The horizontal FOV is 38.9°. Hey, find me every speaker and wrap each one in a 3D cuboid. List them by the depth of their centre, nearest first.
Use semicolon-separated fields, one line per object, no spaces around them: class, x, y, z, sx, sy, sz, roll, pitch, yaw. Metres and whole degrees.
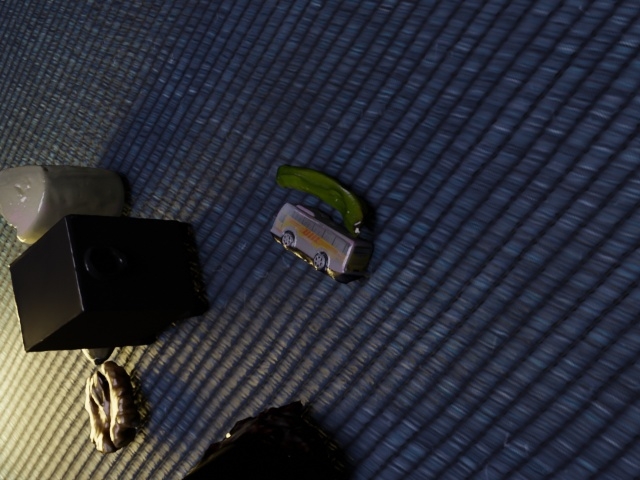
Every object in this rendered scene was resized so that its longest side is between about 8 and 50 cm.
speaker;-0.367;0.074;1.580;0.232;0.254;0.184;-31;67;42

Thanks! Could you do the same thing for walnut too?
walnut;-0.391;0.318;1.725;0.143;0.069;0.170;-39;56;34

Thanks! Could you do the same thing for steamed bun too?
steamed bun;-0.512;-0.063;1.762;0.200;0.226;0.170;6;93;45

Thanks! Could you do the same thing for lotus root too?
lotus root;-0.425;0.152;1.750;0.089;0.081;0.179;-36;45;44

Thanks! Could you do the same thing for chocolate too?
chocolate;-0.066;0.333;1.358;0.224;0.206;0.177;-37;17;28

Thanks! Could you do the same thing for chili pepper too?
chili pepper;0.010;-0.068;1.338;0.202;0.050;0.051;34;126;41

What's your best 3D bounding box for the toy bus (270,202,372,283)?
toy bus;0.000;0.000;1.340;0.172;0.057;0.072;32;106;42
